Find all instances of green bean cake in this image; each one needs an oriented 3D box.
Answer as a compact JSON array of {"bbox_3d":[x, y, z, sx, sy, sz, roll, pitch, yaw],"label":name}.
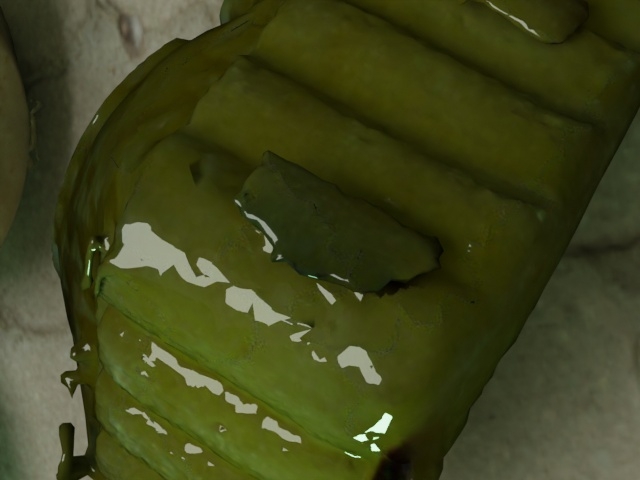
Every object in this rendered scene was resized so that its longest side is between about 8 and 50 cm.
[{"bbox_3d":[0.000,0.000,0.737,0.202,0.285,0.310,30,144,8],"label":"green bean cake"}]

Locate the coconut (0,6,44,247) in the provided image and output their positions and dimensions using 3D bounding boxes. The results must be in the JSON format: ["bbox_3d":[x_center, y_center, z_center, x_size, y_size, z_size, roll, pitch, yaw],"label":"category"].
[{"bbox_3d":[-0.344,-0.075,0.978,0.323,0.323,0.323,9,104,40],"label":"coconut"}]
